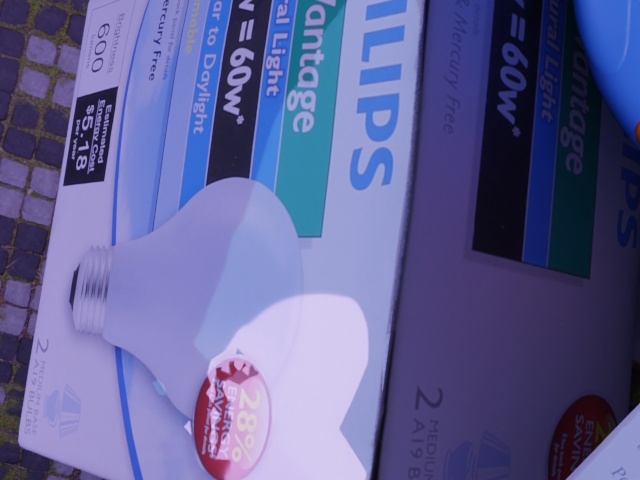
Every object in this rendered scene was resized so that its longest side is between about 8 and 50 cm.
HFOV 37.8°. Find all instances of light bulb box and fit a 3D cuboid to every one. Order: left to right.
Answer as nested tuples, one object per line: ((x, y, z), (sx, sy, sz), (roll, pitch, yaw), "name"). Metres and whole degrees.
((0.000, 0.000, 0.634), (0.361, 0.225, 0.358), (-2, 79, 48), "light bulb box")

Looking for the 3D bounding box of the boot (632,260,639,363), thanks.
((0.256, 0.012, 0.690), (0.258, 0.095, 0.123), (-50, -4, -34), "boot")

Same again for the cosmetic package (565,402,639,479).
((0.225, 0.126, 0.408), (0.184, 0.151, 0.151), (-52, 49, 16), "cosmetic package")

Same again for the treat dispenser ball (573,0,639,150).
((0.268, -0.137, 0.444), (0.288, 0.288, 0.288), (-164, 90, -79), "treat dispenser ball")

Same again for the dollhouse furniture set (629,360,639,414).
((0.206, 0.185, 0.629), (0.212, 0.161, 0.242), (-105, 32, -69), "dollhouse furniture set")
